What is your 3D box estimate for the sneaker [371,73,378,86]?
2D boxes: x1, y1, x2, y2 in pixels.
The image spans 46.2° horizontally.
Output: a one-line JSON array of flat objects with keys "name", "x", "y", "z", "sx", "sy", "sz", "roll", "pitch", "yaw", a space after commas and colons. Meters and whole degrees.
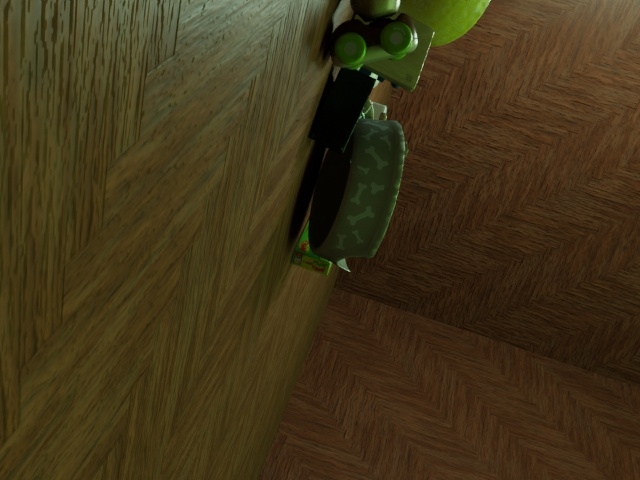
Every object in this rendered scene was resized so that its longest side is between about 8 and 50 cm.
[{"name": "sneaker", "x": 0.141, "y": -0.477, "z": 1.829, "sx": 0.094, "sy": 0.080, "sz": 0.212, "roll": 8, "pitch": 101, "yaw": -73}]

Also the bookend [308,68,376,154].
[{"name": "bookend", "x": 0.037, "y": -0.239, "z": 1.466, "sx": 0.157, "sy": 0.072, "sz": 0.156, "roll": 123, "pitch": -8, "yaw": -84}]

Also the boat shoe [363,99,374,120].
[{"name": "boat shoe", "x": 0.091, "y": -0.279, "z": 2.015, "sx": 0.073, "sy": 0.080, "sz": 0.223, "roll": -134, "pitch": -136, "yaw": -62}]

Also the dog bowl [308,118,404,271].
[{"name": "dog bowl", "x": 0.067, "y": -0.107, "z": 1.632, "sx": 0.349, "sy": 0.102, "sz": 0.348, "roll": -166, "pitch": -90, "yaw": -77}]

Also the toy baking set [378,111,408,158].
[{"name": "toy baking set", "x": 0.132, "y": -0.189, "z": 1.728, "sx": 0.256, "sy": 0.030, "sz": 0.196, "roll": -121, "pitch": -139, "yaw": -63}]

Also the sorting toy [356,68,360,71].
[{"name": "sorting toy", "x": 0.072, "y": -0.375, "z": 1.629, "sx": 0.083, "sy": 0.045, "sz": 0.075, "roll": 101, "pitch": -11, "yaw": -58}]

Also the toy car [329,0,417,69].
[{"name": "toy car", "x": 0.076, "y": -0.392, "z": 1.255, "sx": 0.155, "sy": 0.149, "sz": 0.188, "roll": -67, "pitch": 146, "yaw": -80}]

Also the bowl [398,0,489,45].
[{"name": "bowl", "x": 0.218, "y": -0.577, "z": 1.604, "sx": 0.156, "sy": 0.289, "sz": 0.289, "roll": 5, "pitch": 108, "yaw": -41}]

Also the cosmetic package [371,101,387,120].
[{"name": "cosmetic package", "x": 0.131, "y": -0.305, "z": 2.289, "sx": 0.117, "sy": 0.086, "sz": 0.230, "roll": -19, "pitch": 125, "yaw": -85}]

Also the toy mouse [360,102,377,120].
[{"name": "toy mouse", "x": 0.109, "y": -0.292, "z": 1.952, "sx": 0.031, "sy": 0.161, "sz": 0.143, "roll": 17, "pitch": -86, "yaw": 57}]

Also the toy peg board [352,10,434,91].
[{"name": "toy peg board", "x": 0.123, "y": -0.378, "z": 1.500, "sx": 0.079, "sy": 0.161, "sz": 0.160, "roll": 131, "pitch": -19, "yaw": -63}]

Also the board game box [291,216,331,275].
[{"name": "board game box", "x": 0.000, "y": 0.000, "z": 1.827, "sx": 0.181, "sy": 0.092, "sz": 0.043, "roll": -67, "pitch": 173, "yaw": -49}]
